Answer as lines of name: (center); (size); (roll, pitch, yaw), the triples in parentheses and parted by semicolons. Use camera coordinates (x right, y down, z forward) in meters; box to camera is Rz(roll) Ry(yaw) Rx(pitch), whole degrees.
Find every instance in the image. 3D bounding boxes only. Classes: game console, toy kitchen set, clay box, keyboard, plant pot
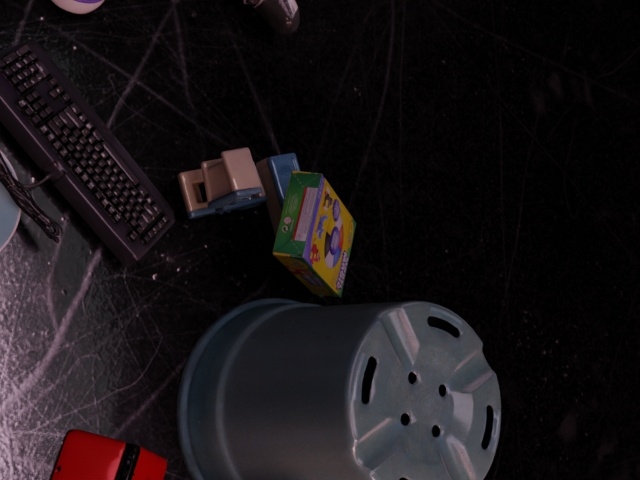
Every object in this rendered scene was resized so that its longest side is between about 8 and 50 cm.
game console: (-0.277, 0.330, 1.137); (0.124, 0.085, 0.144); (50, 49, -56)
toy kitchen set: (-0.077, -0.065, 1.277); (0.207, 0.166, 0.122); (-15, 89, -38)
clay box: (0.000, 0.000, 1.318); (0.222, 0.053, 0.127); (48, 52, -63)
keyboard: (-0.335, -0.099, 1.160); (0.317, 0.033, 0.201); (52, 46, -15)
plant pot: (0.035, 0.224, 1.192); (0.341, 0.334, 0.341); (10, 73, -35)

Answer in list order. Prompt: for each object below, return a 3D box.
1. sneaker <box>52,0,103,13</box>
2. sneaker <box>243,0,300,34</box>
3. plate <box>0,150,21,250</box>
sneaker: (-0.292, -0.489, 1.167); (0.130, 0.236, 0.323); (5, 76, -36)
sneaker: (-0.141, -0.392, 1.365); (0.132, 0.086, 0.228); (-38, 93, -31)
plate: (-0.459, -0.052, 1.080); (0.188, 0.024, 0.188); (8, 75, -35)
